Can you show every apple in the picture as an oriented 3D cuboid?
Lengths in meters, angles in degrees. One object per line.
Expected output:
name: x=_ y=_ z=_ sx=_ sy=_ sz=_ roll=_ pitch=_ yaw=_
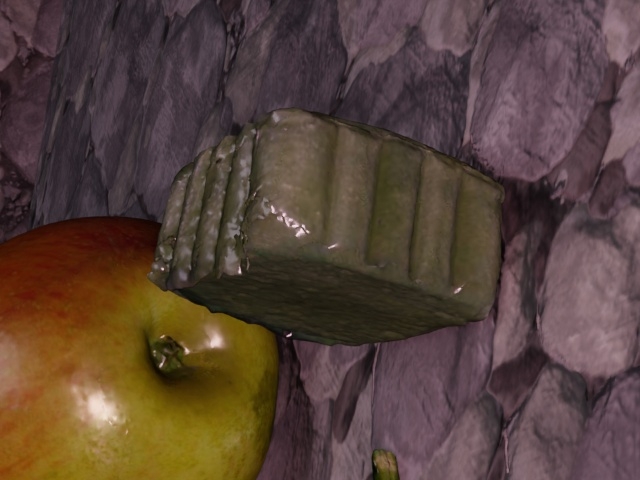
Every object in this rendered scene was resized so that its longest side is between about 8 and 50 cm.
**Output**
apple: x=-0.203 y=0.139 z=1.431 sx=0.339 sy=0.340 sz=0.339 roll=-166 pitch=90 yaw=-68

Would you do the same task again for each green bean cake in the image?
green bean cake: x=0.000 y=0.000 z=1.161 sx=0.227 sy=0.223 sz=0.124 roll=-30 pitch=50 yaw=56

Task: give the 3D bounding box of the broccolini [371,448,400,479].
broccolini: x=0.058 y=0.243 z=1.099 sx=0.071 sy=0.057 sz=0.254 roll=-25 pitch=41 yaw=6
